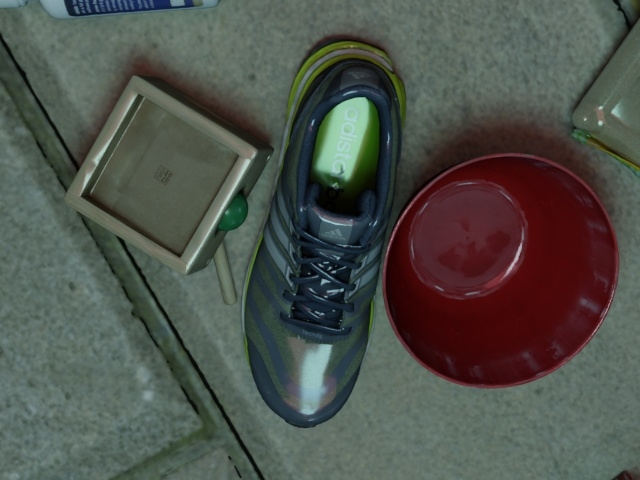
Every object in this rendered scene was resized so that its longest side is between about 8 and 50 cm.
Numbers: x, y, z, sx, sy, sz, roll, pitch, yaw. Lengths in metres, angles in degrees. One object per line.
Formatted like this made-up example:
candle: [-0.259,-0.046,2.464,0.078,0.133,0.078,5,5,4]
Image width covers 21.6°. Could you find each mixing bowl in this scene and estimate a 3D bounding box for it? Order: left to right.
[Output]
mixing bowl: [0.123,0.011,1.271,0.181,0.098,0.181,-3,106,-11]

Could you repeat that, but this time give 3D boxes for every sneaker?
sneaker: [0.000,0.000,1.264,0.111,0.121,0.300,6,100,-1]

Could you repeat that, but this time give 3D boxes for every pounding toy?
pounding toy: [-0.103,-0.035,1.281,0.141,0.100,0.130,31,98,5]

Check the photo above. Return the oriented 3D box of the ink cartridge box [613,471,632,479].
ink cartridge box: [0.288,0.340,1.289,0.114,0.197,0.273,-37,99,6]

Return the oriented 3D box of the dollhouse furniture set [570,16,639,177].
dollhouse furniture set: [0.364,-0.154,1.270,0.197,0.151,0.301,40,116,13]

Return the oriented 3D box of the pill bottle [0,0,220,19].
pill bottle: [-0.161,-0.212,1.238,0.169,0.094,0.094,-5,100,0]
